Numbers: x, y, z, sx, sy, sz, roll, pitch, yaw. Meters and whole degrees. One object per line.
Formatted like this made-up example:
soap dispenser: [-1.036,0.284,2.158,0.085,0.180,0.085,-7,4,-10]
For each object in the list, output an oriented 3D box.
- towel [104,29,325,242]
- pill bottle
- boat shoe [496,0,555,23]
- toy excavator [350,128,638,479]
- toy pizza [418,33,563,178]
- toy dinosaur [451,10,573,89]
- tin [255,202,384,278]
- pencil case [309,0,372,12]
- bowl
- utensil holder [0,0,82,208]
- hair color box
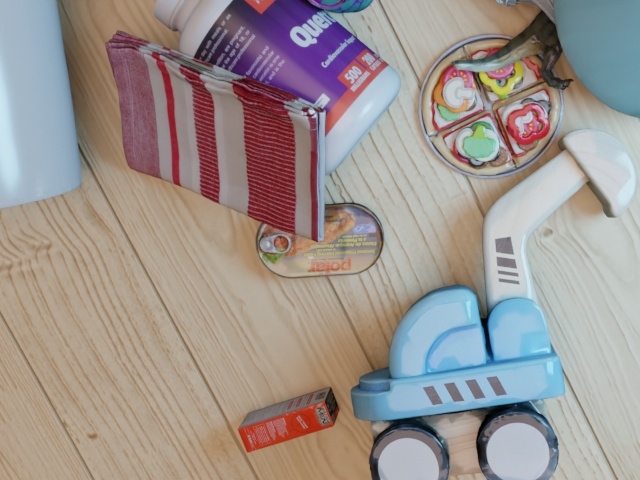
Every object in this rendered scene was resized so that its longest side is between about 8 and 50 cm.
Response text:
towel: [-0.142,-0.133,1.291,0.329,0.037,0.237,23,140,21]
pill bottle: [-0.061,-0.247,1.287,0.323,0.181,0.181,40,103,-1]
boat shoe: [0.257,-0.352,1.257,0.081,0.079,0.228,-43,68,27]
toy excavator: [0.238,0.098,1.310,0.432,0.222,0.445,-11,90,9]
toy pizza: [0.237,-0.185,1.332,0.201,0.032,0.201,2,101,8]
toy dinosaur: [0.319,-0.267,1.279,0.268,0.064,0.118,-35,81,1]
tin: [0.000,0.000,1.400,0.189,0.040,0.106,-3,96,9]
pencil case: [0.030,-0.339,1.272,0.070,0.151,0.064,-41,89,19]
bowl: [0.456,-0.302,1.150,0.311,0.163,0.312,-3,98,-18]
utensil holder: [-0.501,-0.241,1.284,0.327,0.327,0.386,-6,102,9]
hair color box: [-0.047,0.270,1.439,0.141,0.072,0.043,-20,96,12]
